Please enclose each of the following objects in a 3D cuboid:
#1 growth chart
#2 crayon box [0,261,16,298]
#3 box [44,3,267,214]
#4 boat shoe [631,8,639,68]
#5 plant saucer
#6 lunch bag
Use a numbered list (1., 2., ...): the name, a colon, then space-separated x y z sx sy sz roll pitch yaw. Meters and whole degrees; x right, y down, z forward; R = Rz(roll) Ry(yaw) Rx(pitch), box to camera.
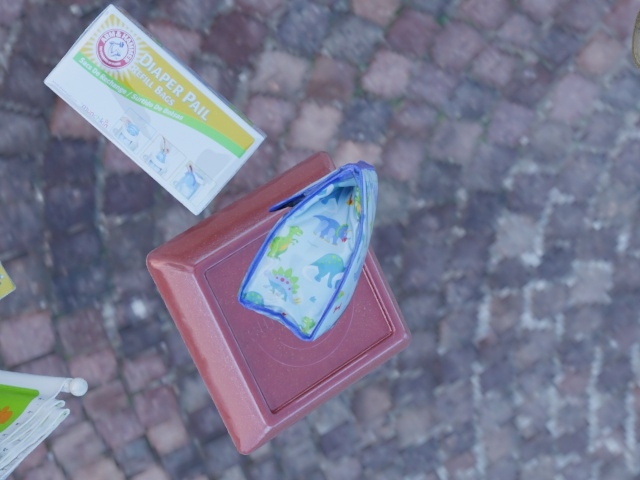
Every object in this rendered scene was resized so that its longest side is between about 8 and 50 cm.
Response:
1. growth chart: -0.305 0.174 1.436 0.172 0.237 0.021 -2 118 28
2. crayon box: -0.421 -0.041 1.393 0.203 0.083 0.323 -38 106 -32
3. box: -0.163 -0.132 1.717 0.203 0.114 0.103 41 94 -4
4. boat shoe: 0.337 -0.229 1.617 0.049 0.056 0.152 8 103 -69
5. plant saucer: -0.030 0.069 1.906 0.258 0.048 0.259 -32 107 -25
6. lunch bag: 0.000 0.000 1.468 0.096 0.129 0.151 31 96 4
